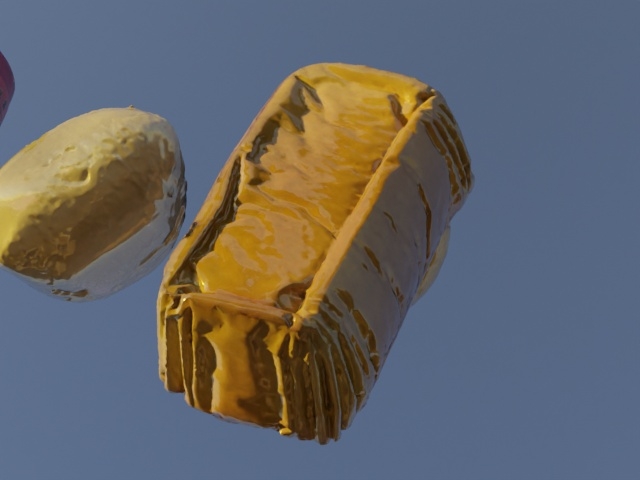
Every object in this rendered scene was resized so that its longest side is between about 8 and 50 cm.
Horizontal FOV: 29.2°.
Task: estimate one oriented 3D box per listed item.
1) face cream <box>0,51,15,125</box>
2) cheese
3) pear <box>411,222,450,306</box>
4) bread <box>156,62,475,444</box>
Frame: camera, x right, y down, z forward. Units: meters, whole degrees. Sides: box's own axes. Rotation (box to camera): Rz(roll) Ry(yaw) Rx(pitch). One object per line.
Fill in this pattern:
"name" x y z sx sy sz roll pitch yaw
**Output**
"face cream" -0.427 -0.117 1.257 0.175 0.195 0.175 10 -33 6
"cheese" -0.219 -0.028 1.147 0.198 0.189 0.154 -35 -112 -14
"pear" 0.014 -0.017 1.460 0.271 0.271 0.271 4 -66 9
"bread" 0.000 0.000 0.856 0.152 0.288 0.119 13 -41 18
